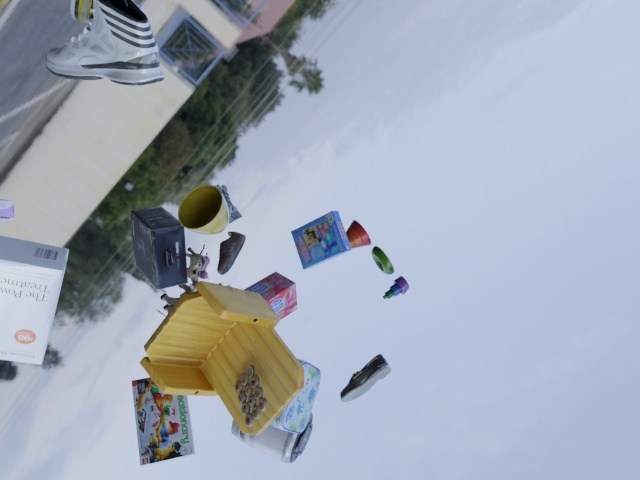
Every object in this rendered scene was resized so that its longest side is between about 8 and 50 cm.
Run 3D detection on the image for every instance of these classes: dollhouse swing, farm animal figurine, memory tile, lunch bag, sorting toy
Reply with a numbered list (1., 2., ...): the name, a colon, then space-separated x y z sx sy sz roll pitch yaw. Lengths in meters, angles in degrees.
1. dollhouse swing: -0.278 0.362 1.658 0.347 0.315 0.305 -50 -131 21
2. farm animal figurine: -0.545 0.228 2.520 0.172 0.330 0.327 29 -115 29
3. memory tile: -0.201 0.442 1.665 0.113 0.012 0.148 -52 -135 27
4. lunch bag: -0.085 0.478 1.808 0.090 0.176 0.219 9 -109 28
5. sorting toy: 0.186 0.087 2.245 0.126 0.366 0.127 -33 153 -10

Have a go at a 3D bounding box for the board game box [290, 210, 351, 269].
1. board game box: 0.000 0.000 2.198 0.210 0.160 0.047 -24 169 32

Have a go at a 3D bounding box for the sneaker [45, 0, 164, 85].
1. sneaker: -0.664 -0.621 1.753 0.447 0.258 0.169 12 -151 25

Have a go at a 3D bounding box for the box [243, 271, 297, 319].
1. box: -0.217 0.239 2.163 0.256 0.128 0.122 -30 -138 -35

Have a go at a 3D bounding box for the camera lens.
1. camera lens: -0.181 0.721 2.274 0.219 0.274 0.220 19 90 -75

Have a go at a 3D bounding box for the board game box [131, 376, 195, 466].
1. board game box: -0.574 0.647 2.129 0.053 0.192 0.306 108 -30 -67

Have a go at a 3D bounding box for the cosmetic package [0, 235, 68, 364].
1. cosmetic package: -0.786 0.118 1.288 0.097 0.377 0.285 -111 -141 -54

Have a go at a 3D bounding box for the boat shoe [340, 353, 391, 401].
1. boat shoe: 0.150 0.488 2.052 0.227 0.081 0.069 -42 -126 20

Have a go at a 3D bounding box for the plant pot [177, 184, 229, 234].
1. plant pot: -0.297 -0.067 1.552 0.134 0.095 0.134 -11 -121 18

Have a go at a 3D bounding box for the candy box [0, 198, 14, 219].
1. candy box: -1.173 -0.096 1.981 0.196 0.164 0.070 -8 -96 34

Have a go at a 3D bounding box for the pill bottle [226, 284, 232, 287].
1. pill bottle: -0.293 0.212 1.944 0.067 0.120 0.067 -38 178 -2

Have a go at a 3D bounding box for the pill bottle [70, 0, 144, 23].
1. pill bottle: -0.689 -0.747 1.893 0.119 0.208 0.119 -165 -90 -80

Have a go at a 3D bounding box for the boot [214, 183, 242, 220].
1. boot: -0.407 -0.140 2.326 0.083 0.161 0.246 -28 -178 13

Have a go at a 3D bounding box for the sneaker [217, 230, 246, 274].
1. sneaker: -0.331 0.043 2.052 0.066 0.071 0.188 103 11 -47

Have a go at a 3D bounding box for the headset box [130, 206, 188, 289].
1. headset box: -0.622 0.027 2.258 0.131 0.247 0.283 -12 -155 -31
